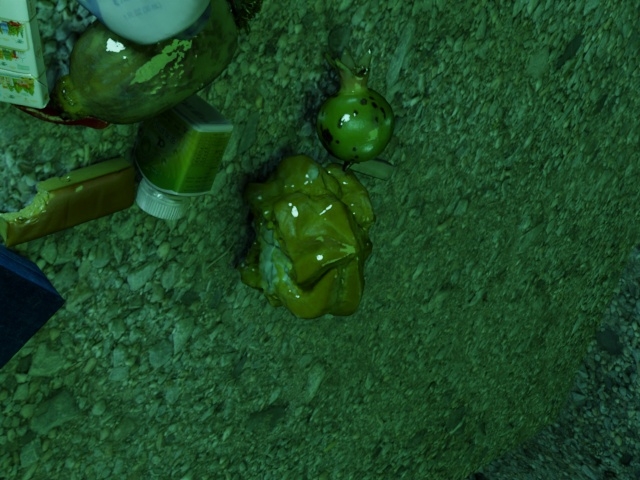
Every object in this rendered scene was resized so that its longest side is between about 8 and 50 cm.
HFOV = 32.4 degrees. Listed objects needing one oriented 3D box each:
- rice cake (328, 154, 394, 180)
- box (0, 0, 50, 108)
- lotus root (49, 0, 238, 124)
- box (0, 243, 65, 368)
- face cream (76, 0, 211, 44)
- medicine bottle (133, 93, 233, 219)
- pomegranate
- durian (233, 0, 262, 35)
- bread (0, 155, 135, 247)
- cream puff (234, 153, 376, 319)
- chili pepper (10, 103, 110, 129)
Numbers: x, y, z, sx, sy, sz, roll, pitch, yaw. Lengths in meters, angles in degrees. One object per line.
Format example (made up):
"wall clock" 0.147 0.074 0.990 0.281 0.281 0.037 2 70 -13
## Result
"rice cake" 0.085 -0.158 2.239 0.206 0.036 0.047 11 102 -54
"box" -0.424 -0.276 1.427 0.032 0.122 0.220 -71 169 -45
"lotus root" -0.253 -0.268 1.604 0.309 0.173 0.173 -39 146 -12
"box" -0.572 0.117 1.637 0.279 0.116 0.261 -47 149 0
"face cream" -0.286 -0.383 1.360 0.420 0.234 0.137 35 54 -47
"medicine bottle" -0.231 -0.134 1.784 0.088 0.132 0.189 -9 130 -48
"pomegranate" 0.051 -0.242 2.020 0.156 0.156 0.220 -33 108 -25
"durian" -0.080 -0.469 1.636 0.106 0.132 0.375 -14 140 -26
"bread" -0.398 -0.062 1.733 0.226 0.049 0.088 -21 138 -36
"cream puff" 0.003 0.003 2.093 0.274 0.269 0.323 -34 145 -33
"chili pepper" -0.379 -0.186 1.636 0.178 0.045 0.027 4 111 -45
